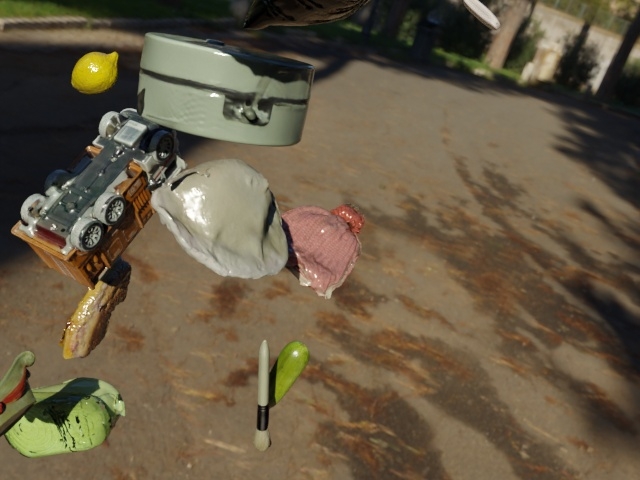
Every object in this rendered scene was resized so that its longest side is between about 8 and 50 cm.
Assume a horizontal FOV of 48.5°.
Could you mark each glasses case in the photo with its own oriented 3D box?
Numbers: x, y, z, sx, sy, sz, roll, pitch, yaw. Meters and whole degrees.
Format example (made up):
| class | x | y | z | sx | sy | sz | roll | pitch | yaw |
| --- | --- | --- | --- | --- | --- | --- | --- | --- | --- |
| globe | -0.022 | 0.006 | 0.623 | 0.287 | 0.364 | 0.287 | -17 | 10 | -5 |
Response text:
| class | x | y | z | sx | sy | sz | roll | pitch | yaw |
| --- | --- | --- | --- | --- | --- | --- | --- | --- | --- |
| glasses case | 0.264 | -0.377 | 1.171 | 0.083 | 0.021 | 0.032 | 50 | 12 | 23 |

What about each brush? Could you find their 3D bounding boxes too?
| class | x | y | z | sx | sy | sz | roll | pitch | yaw |
| --- | --- | --- | --- | --- | --- | --- | --- | --- | --- |
| brush | -0.116 | 0.326 | 1.465 | 0.039 | 0.299 | 0.042 | -4 | 32 | -17 |

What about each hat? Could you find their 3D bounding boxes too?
| class | x | y | z | sx | sy | sz | roll | pitch | yaw |
| --- | --- | --- | --- | --- | --- | --- | --- | --- | --- |
| hat | 0.000 | 0.000 | 1.654 | 0.237 | 0.107 | 0.286 | 41 | 48 | 11 |

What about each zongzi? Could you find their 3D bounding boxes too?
| class | x | y | z | sx | sy | sz | roll | pitch | yaw |
| --- | --- | --- | --- | --- | --- | --- | --- | --- | --- |
| zongzi | 0.046 | -0.601 | 1.580 | 0.362 | 0.319 | 0.383 | -21 | -7 | -28 |

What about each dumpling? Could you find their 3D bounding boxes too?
| class | x | y | z | sx | sy | sz | roll | pitch | yaw |
| --- | --- | --- | --- | --- | --- | --- | --- | --- | --- |
| dumpling | -0.170 | -0.030 | 1.185 | 0.163 | 0.204 | 0.293 | -8 | 5 | 30 |

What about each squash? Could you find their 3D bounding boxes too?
| class | x | y | z | sx | sy | sz | roll | pitch | yaw |
| --- | --- | --- | --- | --- | --- | --- | --- | --- | --- |
| squash | -0.084 | 0.310 | 1.627 | 0.066 | 0.201 | 0.066 | 24 | 24 | -11 |

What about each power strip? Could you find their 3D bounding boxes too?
| class | x | y | z | sx | sy | sz | roll | pitch | yaw |
| --- | --- | --- | --- | --- | --- | --- | --- | --- | --- |
| power strip | -0.179 | -0.296 | 1.382 | 0.358 | 0.161 | 0.357 | 11 | 16 | -3 |

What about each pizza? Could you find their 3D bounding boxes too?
| class | x | y | z | sx | sy | sz | roll | pitch | yaw |
| --- | --- | --- | --- | --- | --- | --- | --- | --- | --- |
| pizza | -0.605 | 0.179 | 1.905 | 0.086 | 0.305 | 0.161 | 21 | -18 | 9 |

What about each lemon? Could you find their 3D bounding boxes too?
| class | x | y | z | sx | sy | sz | roll | pitch | yaw |
| --- | --- | --- | --- | --- | --- | --- | --- | --- | --- |
| lemon | -0.363 | -0.273 | 1.152 | 0.065 | 0.092 | 0.065 | 55 | 5 | -8 |

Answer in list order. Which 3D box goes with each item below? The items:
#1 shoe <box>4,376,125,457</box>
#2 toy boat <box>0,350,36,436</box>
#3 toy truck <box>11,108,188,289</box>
| class | x | y | z | sx | sy | sz | roll | pitch | yaw |
| --- | --- | --- | --- | --- | --- | --- | --- | --- | --- |
| shoe | -0.470 | 0.326 | 1.291 | 0.262 | 0.140 | 0.128 | -10 | 1 | 27 |
| toy boat | -0.455 | 0.233 | 0.976 | 0.071 | 0.089 | 0.185 | 42 | 56 | 6 |
| toy truck | -0.461 | -0.093 | 1.559 | 0.173 | 0.387 | 0.207 | 23 | -28 | 20 |
